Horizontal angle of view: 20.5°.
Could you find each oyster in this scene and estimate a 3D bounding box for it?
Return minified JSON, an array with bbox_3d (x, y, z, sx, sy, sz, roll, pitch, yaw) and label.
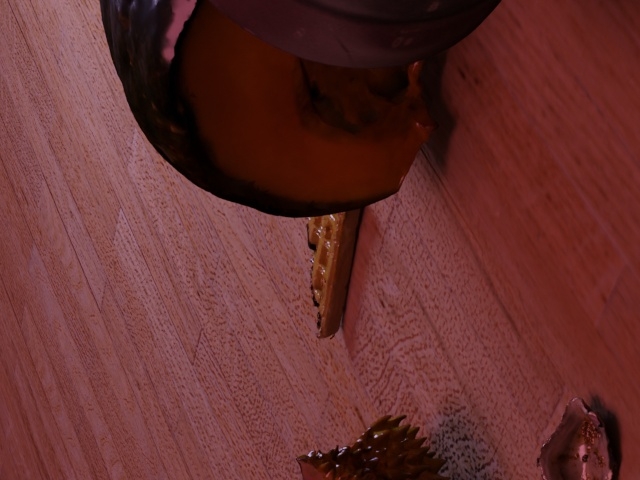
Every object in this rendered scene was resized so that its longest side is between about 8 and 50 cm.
[{"bbox_3d":[0.175,0.152,1.187,0.051,0.034,0.093,29,114,41],"label":"oyster"}]

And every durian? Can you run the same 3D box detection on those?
[{"bbox_3d":[0.059,0.267,1.370,0.186,0.154,0.260,47,141,18],"label":"durian"}]

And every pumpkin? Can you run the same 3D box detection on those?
[{"bbox_3d":[-0.034,-0.182,1.271,0.225,0.256,0.303,56,130,49],"label":"pumpkin"}]

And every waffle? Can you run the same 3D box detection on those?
[{"bbox_3d":[0.000,0.000,1.529,0.097,0.023,0.152,-125,35,-47],"label":"waffle"}]

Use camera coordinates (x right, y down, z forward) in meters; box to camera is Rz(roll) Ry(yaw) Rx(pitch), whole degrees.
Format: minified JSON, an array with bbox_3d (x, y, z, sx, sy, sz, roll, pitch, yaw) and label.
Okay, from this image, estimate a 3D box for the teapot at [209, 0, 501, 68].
[{"bbox_3d":[0.064,-0.301,0.977,0.312,0.233,0.314,128,158,-58],"label":"teapot"}]
